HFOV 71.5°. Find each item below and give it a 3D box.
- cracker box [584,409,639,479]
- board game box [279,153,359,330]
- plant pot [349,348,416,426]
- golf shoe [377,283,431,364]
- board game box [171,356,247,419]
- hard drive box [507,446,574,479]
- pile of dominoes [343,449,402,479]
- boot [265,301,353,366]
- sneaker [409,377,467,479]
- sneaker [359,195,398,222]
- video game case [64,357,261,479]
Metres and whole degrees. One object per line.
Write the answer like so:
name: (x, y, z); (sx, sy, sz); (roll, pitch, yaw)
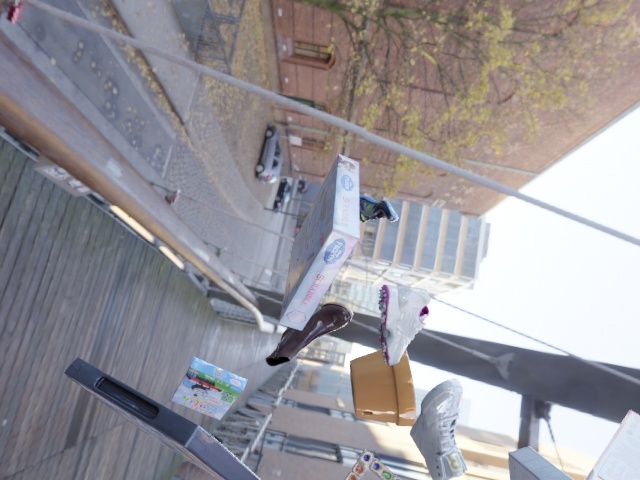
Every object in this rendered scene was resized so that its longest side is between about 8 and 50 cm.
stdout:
cracker box: (0.388, 0.363, 0.604); (0.232, 0.067, 0.156); (-23, 128, -34)
board game box: (0.000, 0.000, 1.092); (0.319, 0.065, 0.318); (-83, -162, -51)
plant pot: (0.215, 0.525, 1.608); (0.291, 0.203, 0.292); (175, -90, -89)
golf shoe: (0.229, 0.240, 1.214); (0.115, 0.140, 0.307); (-97, -179, -47)
board game box: (-0.321, 0.428, 1.268); (0.212, 0.160, 0.039); (-55, -167, 39)
hard drive box: (0.686, 0.780, 1.354); (0.232, 0.089, 0.181); (-160, -117, -77)
pile of dominoes: (0.108, 0.639, 0.991); (0.251, 0.195, 0.040); (-51, 166, -17)
boot: (-0.032, 0.286, 1.314); (0.248, 0.090, 0.207); (-25, -166, 41)
sneaker: (0.315, 0.479, 1.087); (0.169, 0.107, 0.293); (-115, -158, -46)
sneaker: (0.152, -0.077, 1.267); (0.078, 0.067, 0.188); (-46, -149, -13)
video game case: (-0.238, 0.302, 0.701); (0.035, 0.248, 0.275); (-57, 148, -31)
